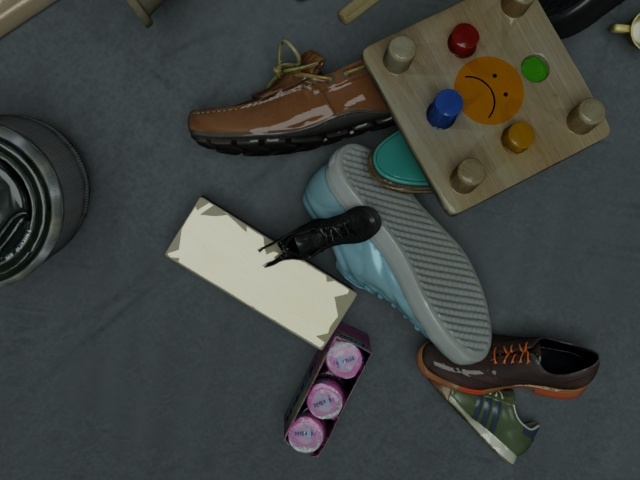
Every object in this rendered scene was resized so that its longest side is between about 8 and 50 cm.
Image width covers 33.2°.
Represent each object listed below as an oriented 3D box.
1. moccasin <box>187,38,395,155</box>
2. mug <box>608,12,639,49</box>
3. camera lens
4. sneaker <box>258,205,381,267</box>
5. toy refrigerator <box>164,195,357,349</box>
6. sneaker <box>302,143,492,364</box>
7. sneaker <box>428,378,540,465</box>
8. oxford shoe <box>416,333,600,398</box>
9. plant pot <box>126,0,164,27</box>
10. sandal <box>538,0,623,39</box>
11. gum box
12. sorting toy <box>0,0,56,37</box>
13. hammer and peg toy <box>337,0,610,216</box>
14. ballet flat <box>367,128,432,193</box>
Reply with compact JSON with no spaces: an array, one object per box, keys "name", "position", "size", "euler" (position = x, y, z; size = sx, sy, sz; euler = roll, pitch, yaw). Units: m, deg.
[{"name":"moccasin","position":[-0.004,-0.213,1.530],"size":[0.380,0.139,0.147],"euler":[-14,86,5]},{"name":"mug","position":[0.465,-0.307,1.552],"size":[0.078,0.064,0.062],"euler":[36,98,-6]},{"name":"camera lens","position":[-0.442,-0.061,1.478],"size":[0.219,0.274,0.219],"euler":[0,100,-1]},{"name":"sneaker","position":[-0.001,-0.002,1.494],"size":[0.170,0.089,0.051],"euler":[-11,105,44]},{"name":"toy refrigerator","position":[-0.088,0.046,1.595],"size":[0.269,0.094,0.102],"euler":[31,91,-6]},{"name":"sneaker","position":[0.108,0.035,1.579],"size":[0.366,0.135,0.150],"euler":[57,138,3]},{"name":"sneaker","position":[0.258,0.252,1.651],"size":[0.086,0.064,0.192],"euler":[-44,97,-2]},{"name":"oxford shoe","position":[0.281,0.172,1.600],"size":[0.271,0.098,0.097],"euler":[4,60,-8]},{"name":"plant pot","position":[-0.201,-0.502,1.389],"size":[0.305,0.334,0.334],"euler":[-36,98,0]},{"name":"sandal","position":[0.494,-0.420,1.507],"size":[0.446,0.167,0.107],"euler":[-34,124,12]},{"name":"gum box","position":[0.007,0.224,1.616],"size":[0.062,0.107,0.188],"euler":[26,99,-5]},{"name":"sorting toy","position":[-0.478,-0.409,1.542],"size":[0.193,0.038,0.208],"euler":[-32,103,5]},{"name":"hammer and peg toy","position":[0.188,-0.238,1.429],"size":[0.266,0.127,0.361],"euler":[-28,83,-10]},{"name":"ballet flat","position":[0.226,-0.139,1.545],"size":[0.342,0.124,0.116],"euler":[-24,77,-8]}]
